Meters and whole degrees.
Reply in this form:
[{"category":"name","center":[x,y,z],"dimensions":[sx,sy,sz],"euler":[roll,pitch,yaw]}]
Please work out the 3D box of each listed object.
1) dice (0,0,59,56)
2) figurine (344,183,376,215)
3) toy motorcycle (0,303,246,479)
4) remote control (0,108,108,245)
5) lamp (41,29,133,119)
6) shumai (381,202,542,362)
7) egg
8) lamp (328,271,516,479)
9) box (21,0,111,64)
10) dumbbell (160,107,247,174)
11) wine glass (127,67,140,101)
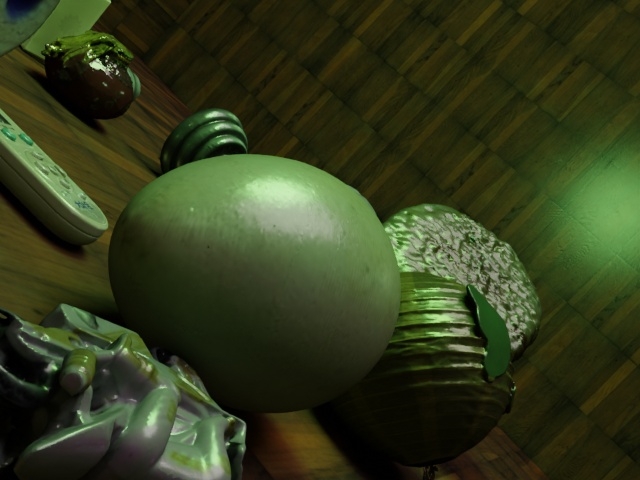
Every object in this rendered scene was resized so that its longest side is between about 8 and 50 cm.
[{"category":"dice","center":[-0.441,-0.372,0.832],"dimensions":[0.259,0.243,0.251],"euler":[41,4,3]},{"category":"figurine","center":[0.000,0.000,1.421],"dimensions":[0.133,0.236,0.176],"euler":[42,3,-40]},{"category":"toy motorcycle","center":[-0.101,0.108,0.417],"dimensions":[0.152,0.073,0.225],"euler":[47,3,25]},{"category":"remote control","center":[-0.288,-0.077,0.694],"dimensions":[0.221,0.042,0.078],"euler":[43,5,3]},{"category":"lamp","center":[-0.379,-0.282,1.250],"dimensions":[0.156,0.135,0.157],"euler":[44,2,-13]},{"category":"shumai","center":[0.187,0.136,1.380],"dimensions":[0.397,0.323,0.324],"euler":[-18,69,-48]},{"category":"egg","center":[-0.056,0.033,0.629],"dimensions":[0.218,0.218,0.295],"euler":[47,13,35]},{"category":"lamp","center":[0.123,0.180,0.921],"dimensions":[0.250,0.250,0.284],"euler":[39,40,-54]},{"category":"box","center":[-0.519,-0.452,1.378],"dimensions":[0.212,0.168,0.095],"euler":[46,8,25]},{"category":"dumbbell","center":[-0.135,-0.082,1.334],"dimensions":[0.406,0.179,0.179],"euler":[46,4,28]},{"category":"wine glass","center":[-0.414,-0.309,1.442],"dimensions":[0.103,0.103,0.222],"euler":[44,5,-3]}]
